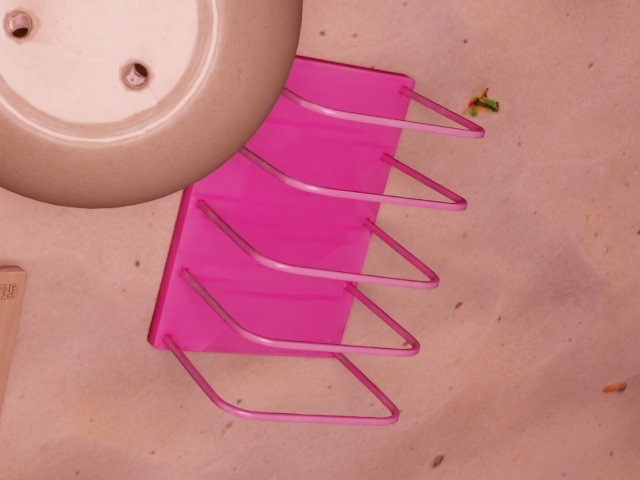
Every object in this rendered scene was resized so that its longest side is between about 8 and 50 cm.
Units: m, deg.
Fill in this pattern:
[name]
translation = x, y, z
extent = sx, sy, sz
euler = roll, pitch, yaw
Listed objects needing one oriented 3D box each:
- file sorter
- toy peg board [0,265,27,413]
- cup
[file sorter]
translation = 0.000, 0.000, 1.264
extent = 0.202, 0.182, 0.291
euler = 6, 108, -31
[toy peg board]
translation = -0.346, 0.088, 1.185
extent = 0.160, 0.079, 0.161
euler = -2, 114, -46
[cup]
translation = -0.159, -0.165, 1.005
extent = 0.331, 0.237, 0.331
euler = -2, 103, -9
